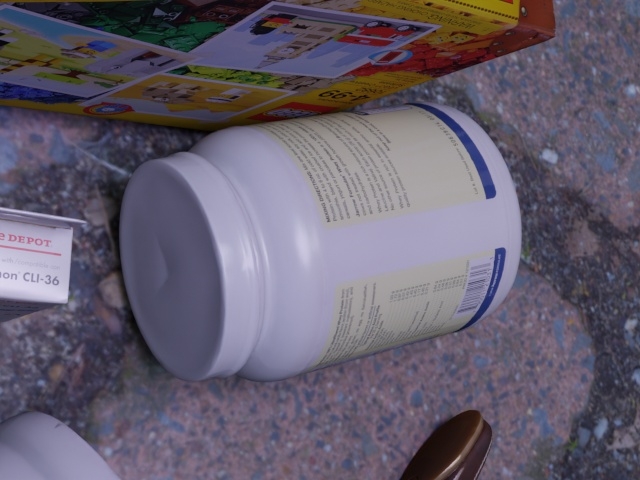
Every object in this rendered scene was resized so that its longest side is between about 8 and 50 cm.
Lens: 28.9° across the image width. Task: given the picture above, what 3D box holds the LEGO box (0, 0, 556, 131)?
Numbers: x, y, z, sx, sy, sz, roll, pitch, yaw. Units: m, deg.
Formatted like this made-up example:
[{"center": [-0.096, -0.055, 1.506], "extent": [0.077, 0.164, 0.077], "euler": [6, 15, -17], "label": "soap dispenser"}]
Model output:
[{"center": [-0.110, -0.236, 0.999], "extent": [0.500, 0.372, 0.193], "euler": [2, 78, -46], "label": "LEGO box"}]

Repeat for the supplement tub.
[{"center": [0.000, 0.000, 1.169], "extent": [0.324, 0.235, 0.236], "euler": [-11, 87, -33], "label": "supplement tub"}]

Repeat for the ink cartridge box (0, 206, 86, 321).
[{"center": [-0.277, 0.021, 1.013], "extent": [0.115, 0.198, 0.067], "euler": [8, 76, -30], "label": "ink cartridge box"}]

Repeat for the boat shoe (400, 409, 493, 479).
[{"center": [0.117, 0.271, 1.291], "extent": [0.073, 0.073, 0.207], "euler": [49, 67, -17], "label": "boat shoe"}]

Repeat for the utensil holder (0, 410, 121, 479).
[{"center": [-0.298, 0.353, 0.866], "extent": [0.385, 0.327, 0.328], "euler": [-28, 96, -31], "label": "utensil holder"}]
